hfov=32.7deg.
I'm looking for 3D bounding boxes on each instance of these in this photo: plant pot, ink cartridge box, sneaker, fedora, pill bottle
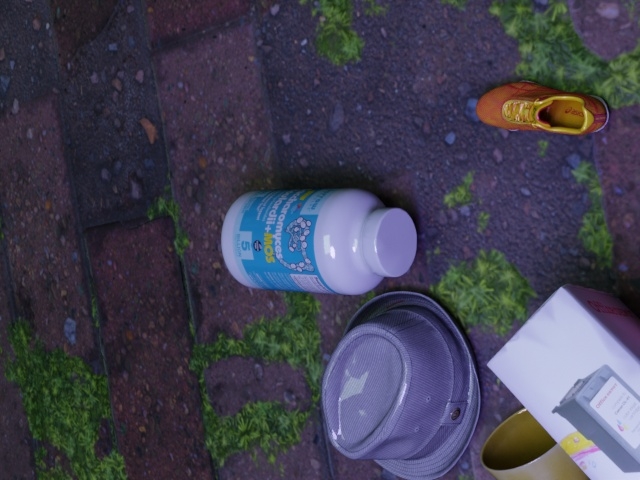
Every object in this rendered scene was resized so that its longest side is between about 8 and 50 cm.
[{"bbox_3d":[0.277,0.270,1.331,0.134,0.134,0.095,-24,107,40],"label":"plant pot"},{"bbox_3d":[0.354,0.202,1.167,0.131,0.226,0.306,-50,63,15],"label":"ink cartridge box"},{"bbox_3d":[0.259,-0.161,1.318,0.175,0.067,0.064,7,102,41],"label":"sneaker"},{"bbox_3d":[0.086,0.206,1.474,0.244,0.124,0.275,40,119,30],"label":"fedora"},{"bbox_3d":[0.000,0.000,1.507,0.264,0.146,0.146,1,96,40],"label":"pill bottle"}]
